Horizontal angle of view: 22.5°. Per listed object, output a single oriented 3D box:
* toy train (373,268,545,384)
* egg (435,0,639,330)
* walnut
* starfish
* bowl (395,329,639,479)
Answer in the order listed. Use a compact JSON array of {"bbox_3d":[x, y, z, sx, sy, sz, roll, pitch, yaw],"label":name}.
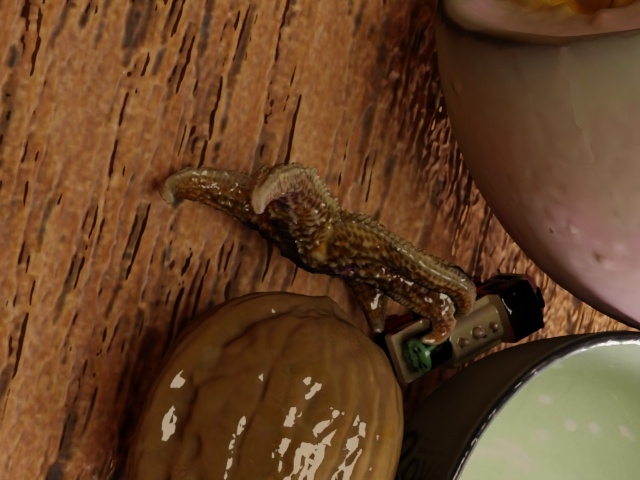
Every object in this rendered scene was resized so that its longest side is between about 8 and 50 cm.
[{"bbox_3d":[0.106,0.068,1.255,0.138,0.087,0.050,-26,104,-30],"label":"toy train"},{"bbox_3d":[0.289,-0.072,1.215,0.354,0.354,0.339,-32,118,-27],"label":"egg"},{"bbox_3d":[-0.034,0.136,1.105,0.213,0.213,0.213,-3,95,-33],"label":"walnut"},{"bbox_3d":[0.000,-0.002,1.145,0.238,0.216,0.071,18,71,4],"label":"starfish"},{"bbox_3d":[0.163,0.234,1.243,0.354,0.185,0.353,-4,96,-33],"label":"bowl"}]
